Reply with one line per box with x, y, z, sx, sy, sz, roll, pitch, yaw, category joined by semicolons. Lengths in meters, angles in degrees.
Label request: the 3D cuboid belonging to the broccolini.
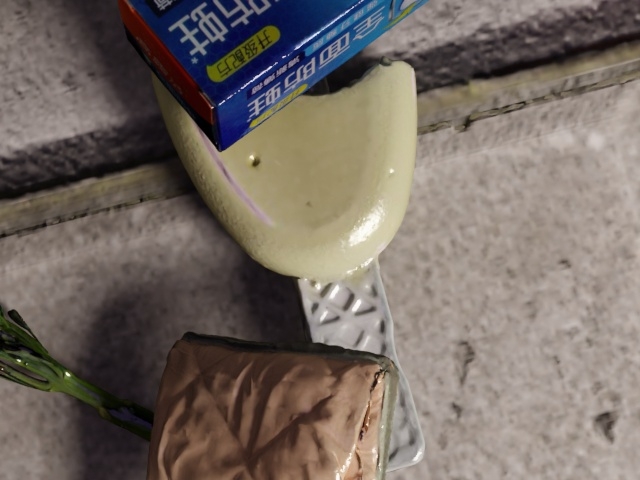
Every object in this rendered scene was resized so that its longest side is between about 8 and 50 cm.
-0.127;0.065;0.917;0.140;0.030;0.035;27;50;1;broccolini

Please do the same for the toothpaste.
0.054;-0.170;0.881;0.320;0.066;0.076;-38;76;-10;toothpaste

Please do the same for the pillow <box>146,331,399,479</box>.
-0.032;0.161;0.868;0.126;0.043;0.232;5;89;28;pillow

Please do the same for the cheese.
0.000;0.000;0.900;0.127;0.050;0.235;-13;82;1;cheese
